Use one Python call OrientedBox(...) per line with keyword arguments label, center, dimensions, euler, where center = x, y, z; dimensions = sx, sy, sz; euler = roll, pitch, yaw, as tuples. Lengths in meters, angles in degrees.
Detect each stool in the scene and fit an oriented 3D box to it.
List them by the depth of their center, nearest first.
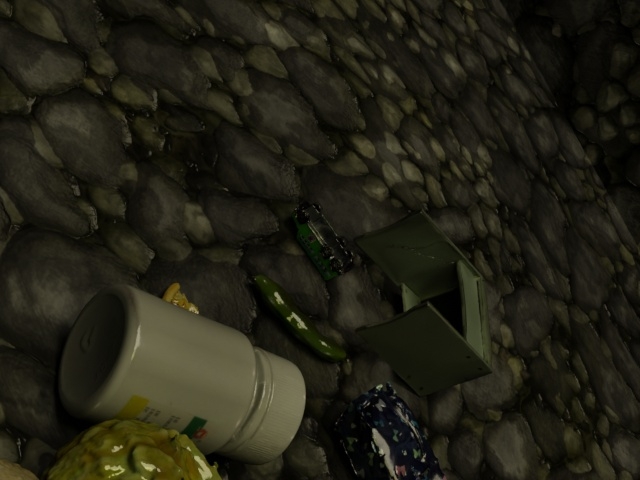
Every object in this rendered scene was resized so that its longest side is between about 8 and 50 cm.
OrientedBox(label="stool", center=(0.203, 0.128, 2.323), dimensions=(0.269, 0.170, 0.243), euler=(45, 32, -38))

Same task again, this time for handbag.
OrientedBox(label="handbag", center=(0.131, 0.395, 2.112), dimensions=(0.162, 0.113, 0.260), euler=(-20, 79, -47))

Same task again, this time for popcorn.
OrientedBox(label="popcorn", center=(-0.256, 0.368, 1.566), dimensions=(0.282, 0.247, 0.282), euler=(52, 24, -34))

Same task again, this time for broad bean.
OrientedBox(label="broad bean", center=(-0.039, 0.153, 2.174), dimensions=(0.254, 0.046, 0.065), euler=(45, 29, -16))

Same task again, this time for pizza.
OrientedBox(label="pizza", center=(-0.234, 0.142, 1.963), dimensions=(0.099, 0.036, 0.160), euler=(34, 39, -26))

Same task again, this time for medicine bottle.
OrientedBox(label="medicine bottle", center=(-0.204, 0.216, 1.785), dimensions=(0.340, 0.208, 0.208), euler=(27, 43, -34))

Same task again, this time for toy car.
OrientedBox(label="toy car", center=(0.000, 0.000, 2.336), dimensions=(0.165, 0.062, 0.071), euler=(55, 34, 1))

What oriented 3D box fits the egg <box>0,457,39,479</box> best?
OrientedBox(label="egg", center=(-0.392, 0.363, 1.289), dimensions=(0.310, 0.279, 0.279), euler=(39, 35, -41))
